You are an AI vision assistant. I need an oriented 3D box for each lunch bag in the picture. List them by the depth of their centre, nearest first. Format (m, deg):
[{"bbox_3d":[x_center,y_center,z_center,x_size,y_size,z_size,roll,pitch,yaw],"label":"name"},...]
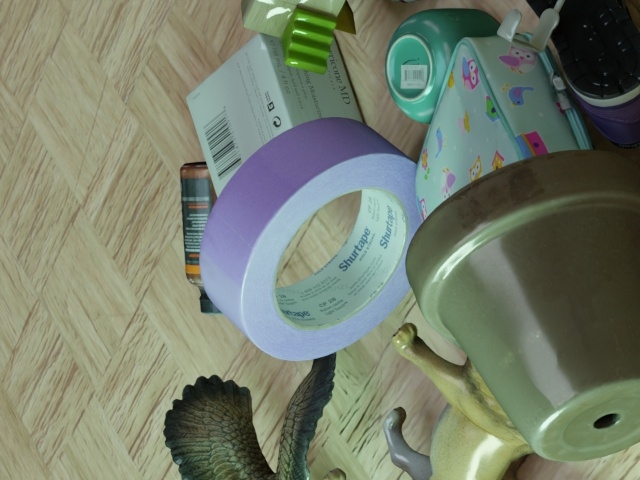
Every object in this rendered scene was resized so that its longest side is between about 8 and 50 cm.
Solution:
[{"bbox_3d":[0.188,-0.076,1.896,0.279,0.108,0.224,108,153,-50],"label":"lunch bag"}]

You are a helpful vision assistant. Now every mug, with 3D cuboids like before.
[{"bbox_3d":[0.139,-0.202,2.002,0.129,0.097,0.158,57,134,29],"label":"mug"}]

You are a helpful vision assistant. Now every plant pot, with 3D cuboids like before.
[{"bbox_3d":[0.236,0.077,1.727,0.263,0.263,0.229,-53,43,40],"label":"plant pot"}]

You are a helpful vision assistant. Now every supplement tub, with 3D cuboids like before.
[{"bbox_3d":[-0.127,-0.005,2.347,0.106,0.106,0.198,2,96,50],"label":"supplement tub"}]

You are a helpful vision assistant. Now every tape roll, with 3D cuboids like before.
[{"bbox_3d":[0.000,0.000,2.059,0.090,0.275,0.275,42,125,39],"label":"tape roll"}]

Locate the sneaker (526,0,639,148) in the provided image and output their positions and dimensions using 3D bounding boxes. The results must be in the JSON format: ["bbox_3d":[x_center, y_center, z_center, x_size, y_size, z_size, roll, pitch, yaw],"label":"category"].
[{"bbox_3d":[0.271,-0.213,1.837,0.107,0.124,0.283,-17,52,11],"label":"sneaker"}]

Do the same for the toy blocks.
[{"bbox_3d":[-0.005,-0.413,2.051,0.381,0.191,0.261,-97,28,-47],"label":"toy blocks"}]

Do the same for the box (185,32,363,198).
[{"bbox_3d":[-0.052,-0.138,2.226,0.182,0.119,0.181,-35,68,46],"label":"box"}]

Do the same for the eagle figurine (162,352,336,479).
[{"bbox_3d":[-0.057,0.284,2.242,0.225,0.226,0.298,150,104,-69],"label":"eagle figurine"}]

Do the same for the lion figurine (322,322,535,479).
[{"bbox_3d":[0.162,0.228,2.002,0.240,0.142,0.392,40,130,26],"label":"lion figurine"}]

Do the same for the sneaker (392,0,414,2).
[{"bbox_3d":[0.088,-0.365,2.065,0.084,0.069,0.185,-13,84,45],"label":"sneaker"}]

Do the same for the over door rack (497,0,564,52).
[{"bbox_3d":[0.351,-0.261,1.684,0.239,0.108,0.324,37,95,41],"label":"over door rack"}]
